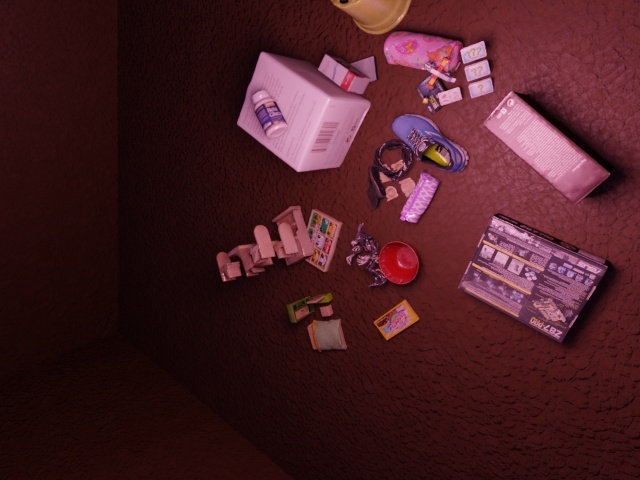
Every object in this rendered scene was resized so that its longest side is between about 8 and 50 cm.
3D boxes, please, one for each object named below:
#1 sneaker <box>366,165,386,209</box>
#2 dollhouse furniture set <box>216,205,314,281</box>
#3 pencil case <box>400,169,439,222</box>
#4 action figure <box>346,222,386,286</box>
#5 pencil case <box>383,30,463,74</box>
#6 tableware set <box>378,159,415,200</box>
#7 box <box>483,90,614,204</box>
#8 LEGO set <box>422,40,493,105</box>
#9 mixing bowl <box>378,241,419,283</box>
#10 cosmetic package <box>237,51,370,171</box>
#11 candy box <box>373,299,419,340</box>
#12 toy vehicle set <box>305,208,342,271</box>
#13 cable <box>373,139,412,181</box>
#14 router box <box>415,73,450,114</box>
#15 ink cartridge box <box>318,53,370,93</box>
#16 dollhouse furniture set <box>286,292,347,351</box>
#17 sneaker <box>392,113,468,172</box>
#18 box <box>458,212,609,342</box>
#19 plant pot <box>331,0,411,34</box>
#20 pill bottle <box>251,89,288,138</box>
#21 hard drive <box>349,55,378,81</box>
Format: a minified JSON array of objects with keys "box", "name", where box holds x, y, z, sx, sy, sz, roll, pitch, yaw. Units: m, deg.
[{"box":[0.227,-0.226,1.852,0.089,0.051,0.170,-25,85,52],"name":"sneaker"},{"box":[-0.252,-0.005,2.029,0.362,0.394,0.257,-30,75,46],"name":"dollhouse furniture set"},{"box":[0.397,-0.171,1.721,0.086,0.088,0.206,37,122,26],"name":"pencil case"},{"box":[0.198,0.070,1.894,0.276,0.140,0.164,65,166,-2],"name":"action figure"},{"box":[0.375,-0.693,1.586,0.284,0.124,0.124,24,116,31],"name":"pencil case"},{"box":[0.317,-0.252,1.804,0.141,0.020,0.169,-24,87,39],"name":"tableware set"},{"box":[0.727,-0.301,1.374,0.381,0.191,0.143,48,126,18],"name":"box"},{"box":[0.463,-0.558,1.502,0.244,0.060,0.183,-11,130,24],"name":"LEGO set"},{"box":[0.348,0.083,1.818,0.181,0.098,0.182,11,108,34],"name":"mixing bowl"},{"box":[-0.074,-0.542,1.828,0.393,0.327,0.330,41,123,21],"name":"cosmetic package"},{"box":[0.341,0.361,1.943,0.105,0.027,0.206,52,127,10],"name":"candy box"},{"box":[0.000,0.000,2.100,0.166,0.035,0.267,30,118,28],"name":"toy vehicle set"},{"box":[0.292,-0.339,1.761,0.184,0.047,0.151,49,124,34],"name":"cable"},{"box":[0.429,-0.555,1.627,0.092,0.038,0.123,-35,80,38],"name":"router box"},{"box":[0.097,-0.679,1.758,0.175,0.127,0.072,44,123,20],"name":"ink cartridge box"},{"box":[-0.016,0.434,2.152,0.197,0.151,0.302,-12,94,38],"name":"dollhouse furniture set"},{"box":[0.400,-0.374,1.628,0.330,0.147,0.130,41,123,23],"name":"sneaker"},{"box":[0.741,0.126,1.535,0.394,0.097,0.319,29,116,28],"name":"box"},{"box":[0.163,-0.932,1.592,0.276,0.253,0.276,11,109,35],"name":"plant pot"},{"box":[-0.200,-0.490,1.668,0.094,0.094,0.170,-31,82,38],"name":"pill bottle"},{"box":[0.173,-0.701,1.792,0.135,0.022,0.094,-2,101,38],"name":"hard drive"}]
